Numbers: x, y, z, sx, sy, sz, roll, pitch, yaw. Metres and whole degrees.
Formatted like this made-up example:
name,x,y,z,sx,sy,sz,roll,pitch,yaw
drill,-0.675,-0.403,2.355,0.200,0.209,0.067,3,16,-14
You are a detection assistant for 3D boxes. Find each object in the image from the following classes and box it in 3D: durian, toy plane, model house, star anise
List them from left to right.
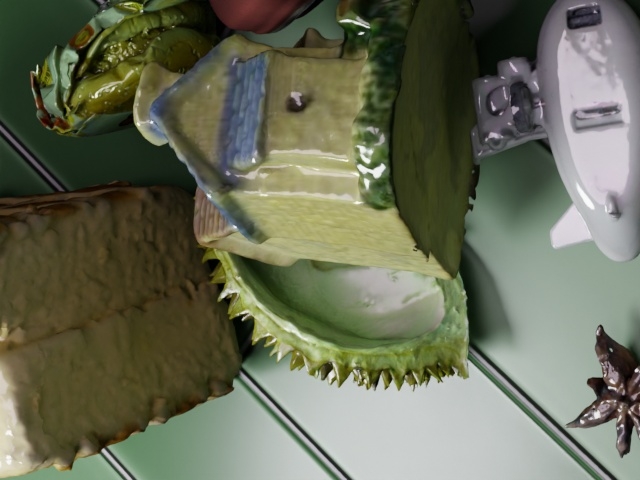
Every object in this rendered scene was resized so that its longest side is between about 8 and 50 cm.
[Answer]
name,x,y,z,sx,sy,sz,roll,pitch,yaw
model house,-0.007,-0.114,1.373,0.266,0.321,0.261,2,74,18
durian,-0.006,0.001,1.530,0.198,0.163,0.394,-38,72,29
toy plane,0.256,-0.105,1.360,0.252,0.118,0.252,2,97,15
star anise,0.302,0.151,1.409,0.129,0.056,0.124,24,110,28

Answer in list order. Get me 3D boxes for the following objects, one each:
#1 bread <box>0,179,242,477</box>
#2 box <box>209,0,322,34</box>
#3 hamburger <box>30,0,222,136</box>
name,x,y,z,sx,sy,sz,roll,pitch,yaw
bread,-0.334,0.091,1.627,0.390,0.371,0.279,-4,100,37
box,-0.039,-0.343,1.396,0.404,0.108,0.263,155,103,-71
hamburger,-0.184,-0.196,1.574,0.235,0.214,0.125,-32,89,33
